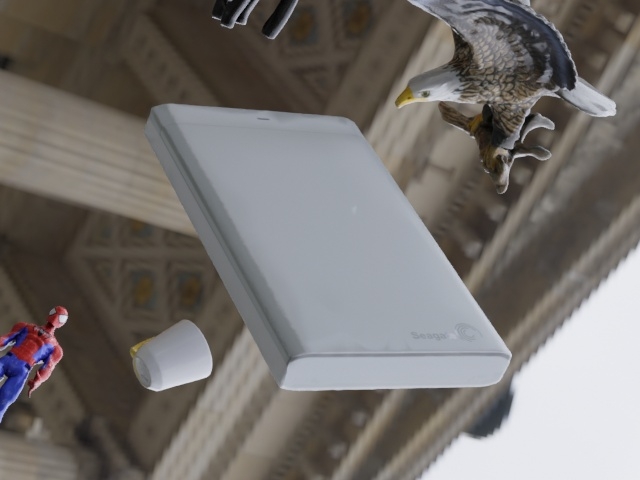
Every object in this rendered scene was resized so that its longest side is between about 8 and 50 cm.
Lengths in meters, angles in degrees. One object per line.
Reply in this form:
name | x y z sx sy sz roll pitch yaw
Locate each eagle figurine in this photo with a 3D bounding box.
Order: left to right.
eagle figurine | 0.169 -0.204 1.830 0.226 0.225 0.298 15 -48 29

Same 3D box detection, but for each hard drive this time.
hard drive | 0.000 0.000 1.437 0.307 0.203 0.040 58 -45 42

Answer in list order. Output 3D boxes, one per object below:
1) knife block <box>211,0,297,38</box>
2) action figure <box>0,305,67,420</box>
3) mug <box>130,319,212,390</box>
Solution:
knife block | -0.020 -0.349 1.926 0.275 0.242 0.088 -34 -121 -20
action figure | -0.174 0.075 0.994 0.115 0.038 0.030 -55 174 -46
mug | -0.154 0.121 1.767 0.062 0.064 0.078 63 -31 5
